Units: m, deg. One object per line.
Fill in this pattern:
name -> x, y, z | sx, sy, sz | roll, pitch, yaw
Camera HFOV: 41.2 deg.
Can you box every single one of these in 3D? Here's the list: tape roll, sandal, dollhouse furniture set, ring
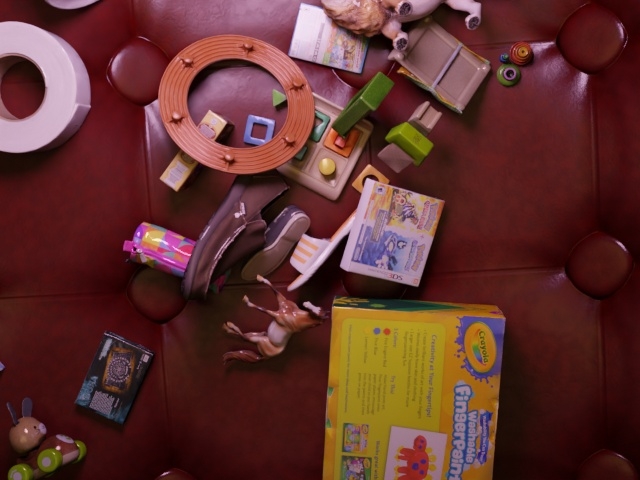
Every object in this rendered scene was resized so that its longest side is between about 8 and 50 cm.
tape roll -> -0.659, -0.334, 1.883 | 0.286, 0.100, 0.286 | 0, 95, 3
sandal -> 0.000, 0.000, 1.890 | 0.076, 0.102, 0.265 | 41, 88, 0
dollhouse furniture set -> 0.201, -0.313, 1.850 | 0.197, 0.151, 0.301 | 39, 64, -7
ring -> -0.174, -0.298, 1.814 | 0.336, 0.032, 0.336 | 4, 70, -11

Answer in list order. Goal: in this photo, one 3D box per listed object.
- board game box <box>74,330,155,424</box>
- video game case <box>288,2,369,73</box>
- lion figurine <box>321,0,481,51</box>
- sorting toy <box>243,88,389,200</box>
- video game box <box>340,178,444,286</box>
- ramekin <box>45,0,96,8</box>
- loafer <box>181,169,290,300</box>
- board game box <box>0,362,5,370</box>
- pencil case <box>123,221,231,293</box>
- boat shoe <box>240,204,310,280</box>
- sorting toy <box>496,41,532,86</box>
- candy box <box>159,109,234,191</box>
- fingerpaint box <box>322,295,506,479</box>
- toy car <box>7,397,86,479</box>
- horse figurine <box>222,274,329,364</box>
board game box -> -0.477, 0.318, 1.977 | 0.126, 0.026, 0.186 | 25, 97, 1
video game case -> 0.023, -0.445, 1.879 | 0.166, 0.015, 0.119 | 14, 96, 2
lion figurine -> 0.205, -0.515, 1.794 | 0.392, 0.240, 0.142 | -13, 125, -14
sorting toy -> -0.001, -0.210, 1.887 | 0.348, 0.047, 0.196 | 27, 97, 0
video game box -> 0.158, -0.014, 1.863 | 0.187, 0.048, 0.205 | 13, 98, -28
ramekin -> -0.504, -0.624, 1.772 | 0.273, 0.273, 0.127 | -43, 80, 6
loafer -> -0.175, -0.019, 1.821 | 0.130, 0.134, 0.366 | 30, 72, -4
board game box -> -0.843, 0.267, 1.975 | 0.194, 0.060, 0.194 | -9, 95, 3
pencil case -> -0.315, 0.039, 1.905 | 0.236, 0.104, 0.104 | 19, 96, 0
boat shoe -> -0.109, 0.004, 1.920 | 0.206, 0.075, 0.065 | -46, 49, 12
sorting toy -> 0.419, -0.387, 1.850 | 0.061, 0.042, 0.102 | 27, 97, 0
candy box -> -0.269, -0.196, 1.872 | 0.053, 0.109, 0.186 | 36, 97, 0
fingerpaint box -> 0.198, 0.358, 1.877 | 0.371, 0.163, 0.445 | 3, 96, 4
toy car -> -0.650, 0.447, 1.947 | 0.149, 0.155, 0.188 | -28, 81, 5
horse figurine -> -0.115, 0.195, 1.902 | 0.174, 0.066, 0.263 | 31, 120, -9
